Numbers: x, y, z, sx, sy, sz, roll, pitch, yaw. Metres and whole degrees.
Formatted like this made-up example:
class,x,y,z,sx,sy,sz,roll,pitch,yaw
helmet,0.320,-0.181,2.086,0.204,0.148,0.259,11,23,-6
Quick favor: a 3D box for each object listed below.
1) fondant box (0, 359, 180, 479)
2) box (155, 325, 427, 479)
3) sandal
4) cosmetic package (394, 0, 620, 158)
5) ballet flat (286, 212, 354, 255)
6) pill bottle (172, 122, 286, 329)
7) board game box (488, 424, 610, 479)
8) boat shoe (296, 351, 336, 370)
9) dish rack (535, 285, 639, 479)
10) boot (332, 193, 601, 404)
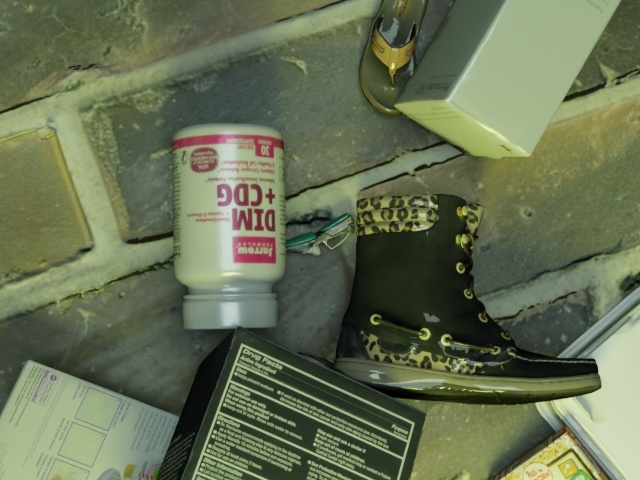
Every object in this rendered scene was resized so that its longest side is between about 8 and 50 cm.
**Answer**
class,x,y,z,sx,sy,sz,roll,pitch,yaw
fondant box,-0.301,0.338,1.645,0.330,0.096,0.238,21,60,0
box,-0.052,0.321,1.564,0.296,0.183,0.294,27,60,-12
sandal,0.115,-0.297,1.768,0.089,0.060,0.219,17,85,-1
cosmetic package,0.288,-0.313,1.688,0.156,0.217,0.385,34,83,-16
ballet flat,0.000,0.000,1.754,0.114,0.041,0.041,-25,87,-3
pill bottle,-0.129,-0.016,1.688,0.160,0.160,0.283,-1,86,-2
board game box,0.356,0.388,1.715,0.146,0.045,0.193,-38,88,13
boat shoe,0.023,0.194,1.739,0.137,0.049,0.043,24,43,2
dish rack,0.509,0.256,1.741,0.285,0.072,0.333,-40,87,-4
boot,0.209,0.085,1.688,0.377,0.138,0.284,2,75,4
